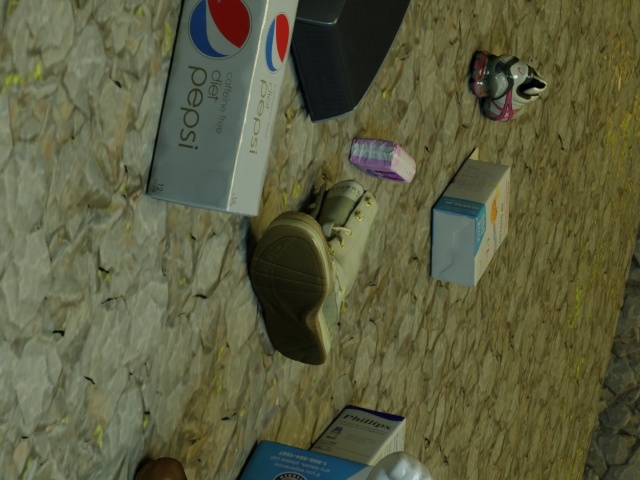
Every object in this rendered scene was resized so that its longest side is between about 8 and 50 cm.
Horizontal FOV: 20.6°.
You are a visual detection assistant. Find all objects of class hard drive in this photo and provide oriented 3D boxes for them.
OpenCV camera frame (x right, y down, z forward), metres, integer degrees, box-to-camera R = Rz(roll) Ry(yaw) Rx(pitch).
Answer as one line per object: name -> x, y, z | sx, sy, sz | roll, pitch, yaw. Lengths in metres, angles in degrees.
hard drive -> 0.041, -0.253, 1.697 | 0.172, 0.054, 0.255 | 75, 32, -52

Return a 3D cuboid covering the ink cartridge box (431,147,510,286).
ink cartridge box -> 0.199, -0.033, 2.256 | 0.181, 0.061, 0.104 | -53, 148, -52

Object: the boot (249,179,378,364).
boot -> 0.000, 0.000, 1.692 | 0.213, 0.077, 0.165 | 83, 26, -53

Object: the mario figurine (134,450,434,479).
mario figurine -> -0.018, 0.252, 1.408 | 0.170, 0.320, 0.198 | 29, 72, -71

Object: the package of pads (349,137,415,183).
package of pads -> 0.067, -0.085, 1.871 | 0.083, 0.050, 0.032 | 31, 72, -69

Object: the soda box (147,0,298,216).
soda box -> -0.074, -0.132, 1.410 | 0.069, 0.074, 0.216 | 6, 95, -71

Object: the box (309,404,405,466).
box -> 0.037, 0.270, 1.953 | 0.137, 0.072, 0.126 | -40, 137, -60

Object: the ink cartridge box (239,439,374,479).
ink cartridge box -> -0.008, 0.360, 1.645 | 0.129, 0.223, 0.307 | 85, 25, -43

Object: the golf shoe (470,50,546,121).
golf shoe -> 0.251, -0.191, 2.282 | 0.186, 0.086, 0.067 | 31, 70, -71
